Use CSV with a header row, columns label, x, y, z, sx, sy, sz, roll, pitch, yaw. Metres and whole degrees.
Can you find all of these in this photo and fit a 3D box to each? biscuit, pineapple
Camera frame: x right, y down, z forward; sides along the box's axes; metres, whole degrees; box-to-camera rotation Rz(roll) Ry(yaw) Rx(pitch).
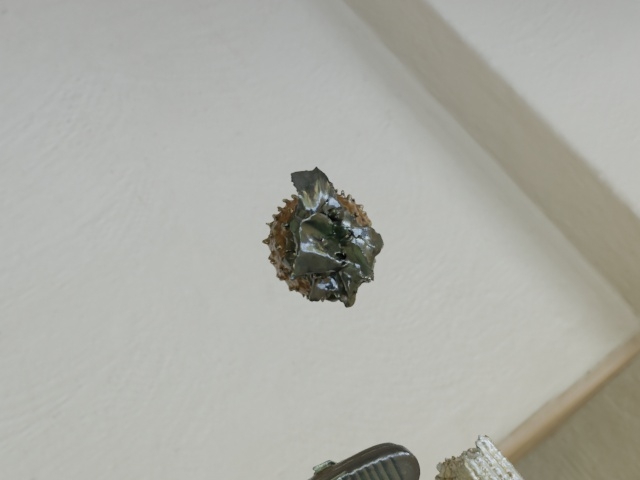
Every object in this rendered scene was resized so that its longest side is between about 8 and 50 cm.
label,x,y,z,sx,sy,sz,roll,pitch,yaw
biscuit,0.257,0.378,1.401,0.061,0.239,0.108,-32,166,-33
pineapple,0.000,0.000,1.226,0.141,0.170,0.310,-17,-178,-1

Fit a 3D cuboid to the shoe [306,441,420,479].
label,x,y,z,sx,sy,sz,roll,pitch,yaw
shoe,-0.018,0.334,1.318,0.293,0.109,0.149,-38,-155,-3
